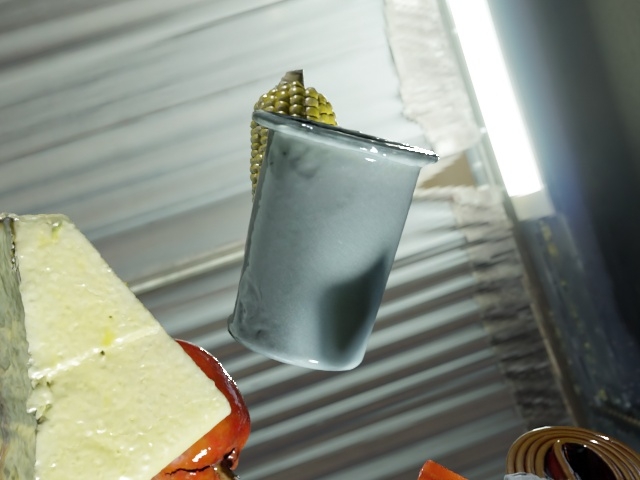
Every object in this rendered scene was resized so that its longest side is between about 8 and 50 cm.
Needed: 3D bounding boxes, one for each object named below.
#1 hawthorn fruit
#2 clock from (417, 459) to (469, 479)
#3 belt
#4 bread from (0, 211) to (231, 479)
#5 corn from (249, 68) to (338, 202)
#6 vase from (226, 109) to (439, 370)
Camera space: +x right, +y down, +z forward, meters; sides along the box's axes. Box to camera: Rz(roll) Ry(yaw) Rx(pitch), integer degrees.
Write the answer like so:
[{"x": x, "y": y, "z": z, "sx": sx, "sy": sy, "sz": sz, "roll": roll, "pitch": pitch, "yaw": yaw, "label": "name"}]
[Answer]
[{"x": -0.193, "y": 0.279, "z": 1.700, "sx": 0.299, "sy": 0.211, "sz": 0.211, "roll": 41, "pitch": -21, "yaw": 19, "label": "hawthorn fruit"}, {"x": 0.162, "y": 0.318, "z": 1.238, "sx": 0.155, "sy": 0.061, "sz": 0.113, "roll": 24, "pitch": -46, "yaw": 15, "label": "clock"}, {"x": 0.349, "y": 0.367, "z": 1.540, "sx": 0.338, "sy": 0.217, "sz": 0.122, "roll": -87, "pitch": 179, "yaw": -72, "label": "belt"}, {"x": -0.252, "y": 0.100, "z": 0.970, "sx": 0.236, "sy": 0.198, "sz": 0.263, "roll": 58, "pitch": -24, "yaw": -13, "label": "bread"}, {"x": -0.037, "y": -0.075, "z": 1.657, "sx": 0.130, "sy": 0.130, "sz": 0.347, "roll": 140, "pitch": -51, "yaw": -80, "label": "corn"}, {"x": 0.000, "y": 0.000, "z": 1.453, "sx": 0.245, "sy": 0.245, "sz": 0.291, "roll": -137, "pitch": -120, "yaw": -71, "label": "vase"}]
